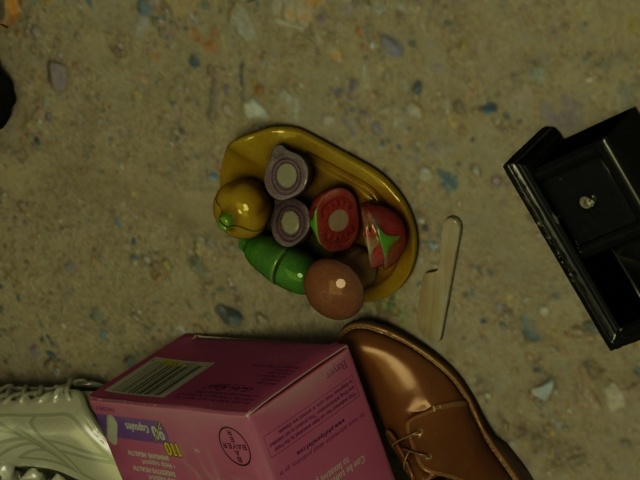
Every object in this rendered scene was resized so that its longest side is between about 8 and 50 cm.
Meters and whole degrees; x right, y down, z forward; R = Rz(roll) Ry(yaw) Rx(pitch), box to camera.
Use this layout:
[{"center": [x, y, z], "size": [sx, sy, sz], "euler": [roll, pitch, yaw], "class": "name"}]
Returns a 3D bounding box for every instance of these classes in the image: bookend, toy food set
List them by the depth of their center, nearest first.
[{"center": [0.239, -0.026, 1.375], "size": [0.157, 0.072, 0.156], "euler": [-24, 101, 38], "class": "bookend"}, {"center": [0.000, 0.000, 1.536], "size": [0.218, 0.071, 0.128], "euler": [28, 126, 16], "class": "toy food set"}]

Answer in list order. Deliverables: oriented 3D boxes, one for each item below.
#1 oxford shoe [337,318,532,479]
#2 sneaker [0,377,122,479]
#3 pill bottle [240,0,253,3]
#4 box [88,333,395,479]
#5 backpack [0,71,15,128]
[{"center": [0.083, 0.152, 1.567], "size": [0.212, 0.076, 0.076], "euler": [48, 131, 3], "class": "oxford shoe"}, {"center": [-0.242, 0.167, 1.766], "size": [0.292, 0.110, 0.118], "euler": [19, 116, 12], "class": "sneaker"}, {"center": [-0.080, -0.246, 1.448], "size": [0.137, 0.078, 0.078], "euler": [43, 129, 4], "class": "pill bottle"}, {"center": [-0.048, 0.212, 1.619], "size": [0.213, 0.117, 0.243], "euler": [1, 117, 49], "class": "box"}, {"center": [-0.353, -0.117, 1.620], "size": [0.152, 0.182, 0.115], "euler": [38, 129, 10], "class": "backpack"}]
